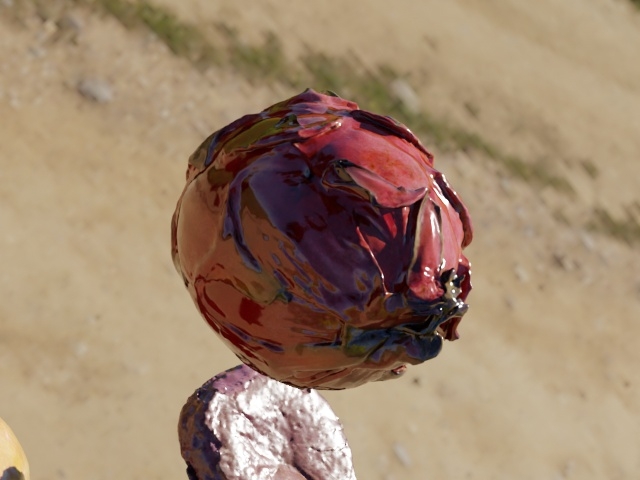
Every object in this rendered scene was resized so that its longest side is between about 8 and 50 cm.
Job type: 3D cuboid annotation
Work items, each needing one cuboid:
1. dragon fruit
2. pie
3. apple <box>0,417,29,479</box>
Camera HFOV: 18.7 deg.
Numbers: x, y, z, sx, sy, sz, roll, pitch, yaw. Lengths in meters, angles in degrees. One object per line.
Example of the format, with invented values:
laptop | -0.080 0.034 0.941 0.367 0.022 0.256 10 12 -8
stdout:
dragon fruit | 0.000 0.000 1.118 0.172 0.172 0.209 34 17 -30
pie | -0.034 0.154 1.390 0.153 0.038 0.154 29 43 -32
apple | -0.344 0.235 1.383 0.275 0.299 0.299 9 38 -7
